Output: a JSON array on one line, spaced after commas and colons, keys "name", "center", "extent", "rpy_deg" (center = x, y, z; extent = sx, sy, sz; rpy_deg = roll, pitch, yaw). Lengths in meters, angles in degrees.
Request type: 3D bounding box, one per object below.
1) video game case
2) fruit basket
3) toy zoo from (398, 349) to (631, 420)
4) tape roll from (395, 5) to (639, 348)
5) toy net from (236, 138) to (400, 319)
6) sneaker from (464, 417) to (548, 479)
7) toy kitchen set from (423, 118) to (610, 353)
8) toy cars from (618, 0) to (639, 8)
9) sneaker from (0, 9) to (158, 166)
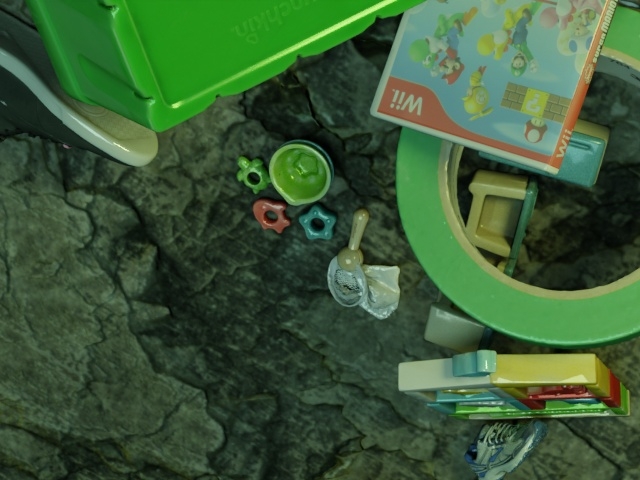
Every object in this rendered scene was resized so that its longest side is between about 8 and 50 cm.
[{"name": "video game case", "center": [0.171, -0.221, 1.363], "extent": [0.204, 0.025, 0.285], "rpy_deg": [22, 94, 37]}, {"name": "fruit basket", "center": [-0.117, -0.316, 1.388], "extent": [0.392, 0.392, 0.283], "rpy_deg": [-3, 132, 18]}, {"name": "toy zoo", "center": [0.197, 0.148, 1.532], "extent": [0.192, 0.293, 0.030], "rpy_deg": [-4, 76, 18]}, {"name": "tape roll", "center": [0.232, -0.059, 1.424], "extent": [0.321, 0.077, 0.321], "rpy_deg": [-1, 83, 12]}, {"name": "toy net", "center": [0.000, 0.000, 1.632], "extent": [0.122, 0.045, 0.232], "rpy_deg": [-22, 108, 25]}, {"name": "sneaker", "center": [0.197, 0.224, 1.670], "extent": [0.058, 0.052, 0.135], "rpy_deg": [45, 140, 7]}, {"name": "toy kitchen set", "center": [0.193, -0.006, 1.501], "extent": [0.122, 0.166, 0.207], "rpy_deg": [16, 119, 9]}, {"name": "toy cars", "center": [0.341, -0.309, 1.320], "extent": [0.087, 0.176, 0.394], "rpy_deg": [16, 141, -43]}, {"name": "sneaker", "center": [-0.314, -0.134, 1.631], "extent": [0.296, 0.104, 0.147], "rpy_deg": [33, 122, 6]}]
